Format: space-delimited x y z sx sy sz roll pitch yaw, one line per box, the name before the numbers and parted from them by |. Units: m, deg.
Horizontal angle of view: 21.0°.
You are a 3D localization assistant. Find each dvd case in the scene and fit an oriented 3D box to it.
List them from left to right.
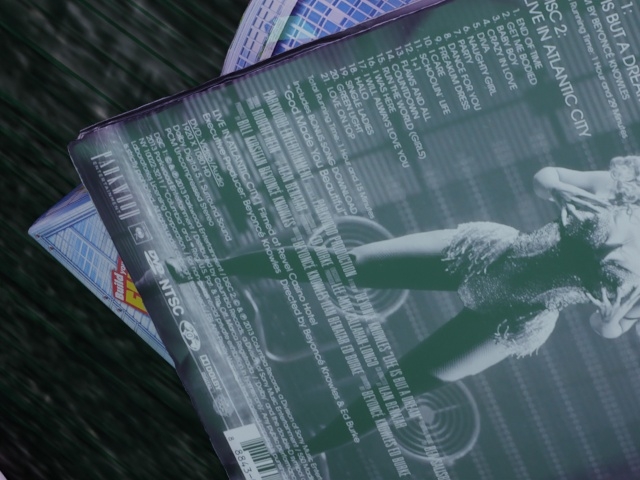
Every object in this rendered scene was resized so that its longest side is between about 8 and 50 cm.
dvd case | 0.051 0.008 0.511 0.221 0.018 0.164 -18 105 25

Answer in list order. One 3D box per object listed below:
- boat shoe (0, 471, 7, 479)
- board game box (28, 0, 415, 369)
boat shoe | -0.208 0.118 0.821 0.184 0.066 0.063 37 149 4
board game box | 0.000 0.000 0.586 0.194 0.060 0.194 32 134 11
